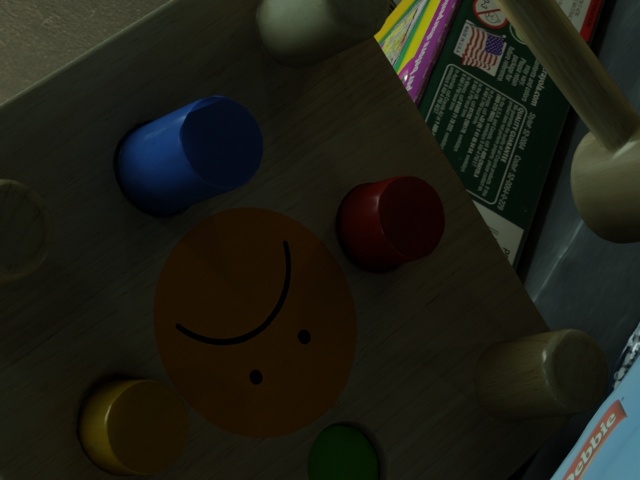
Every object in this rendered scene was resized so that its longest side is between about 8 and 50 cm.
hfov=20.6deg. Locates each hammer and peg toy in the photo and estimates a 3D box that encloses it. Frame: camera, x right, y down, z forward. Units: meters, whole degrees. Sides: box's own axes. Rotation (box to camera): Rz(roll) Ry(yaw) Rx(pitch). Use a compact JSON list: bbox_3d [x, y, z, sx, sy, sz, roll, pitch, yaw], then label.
[{"bbox_3d":[0.000,0.000,0.747,0.361,0.266,0.127,-38,11,-31],"label":"hammer and peg toy"}]

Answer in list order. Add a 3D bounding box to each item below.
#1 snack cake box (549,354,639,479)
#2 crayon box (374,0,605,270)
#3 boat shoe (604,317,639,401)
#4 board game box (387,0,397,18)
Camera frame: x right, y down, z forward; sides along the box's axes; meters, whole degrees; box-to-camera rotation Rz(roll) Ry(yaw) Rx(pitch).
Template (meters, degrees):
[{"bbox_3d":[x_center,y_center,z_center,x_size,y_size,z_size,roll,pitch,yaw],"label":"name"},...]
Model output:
[{"bbox_3d":[0.070,0.180,0.418,0.264,0.152,0.089,-57,11,13],"label":"snack cake box"},{"bbox_3d":[0.040,-0.013,1.190,0.313,0.106,0.363,-47,16,53],"label":"crayon box"},{"bbox_3d":[0.167,-0.069,0.622,0.340,0.158,0.127,-56,11,15],"label":"boat shoe"},{"bbox_3d":[-0.060,-0.111,1.687,0.317,0.046,0.213,-35,7,17],"label":"board game box"}]
